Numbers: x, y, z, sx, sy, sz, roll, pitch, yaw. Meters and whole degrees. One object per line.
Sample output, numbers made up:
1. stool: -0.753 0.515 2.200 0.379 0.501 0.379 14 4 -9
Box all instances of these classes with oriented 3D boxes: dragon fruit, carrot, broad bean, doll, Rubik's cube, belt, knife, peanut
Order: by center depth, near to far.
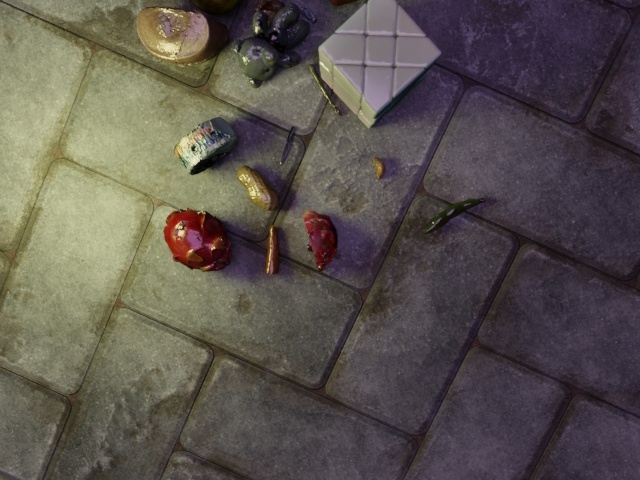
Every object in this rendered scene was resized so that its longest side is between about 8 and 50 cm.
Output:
1. Rubik's cube: 0.210 -0.668 1.585 0.322 0.316 0.318 -43 92 6
2. doll: -0.186 -0.780 1.652 0.341 0.158 0.246 -36 130 4
3. belt: -0.461 -0.386 1.687 0.258 0.207 0.150 -35 95 12
4. dragon fruit: -0.509 -0.009 1.713 0.251 0.250 0.314 -28 77 4
5. dragon fruit: 0.010 -0.002 1.722 0.126 0.161 0.273 -14 92 5
6. peanut: -0.265 -0.217 1.747 0.108 0.095 0.226 -38 92 1
7. broad bean: 0.554 -0.116 1.753 0.298 0.043 0.060 -31 103 3
8. knife: -0.140 -0.402 1.771 0.023 0.010 0.170 21 97 6
9. carrot: -0.206 0.037 1.788 0.061 0.061 0.209 2 90 2

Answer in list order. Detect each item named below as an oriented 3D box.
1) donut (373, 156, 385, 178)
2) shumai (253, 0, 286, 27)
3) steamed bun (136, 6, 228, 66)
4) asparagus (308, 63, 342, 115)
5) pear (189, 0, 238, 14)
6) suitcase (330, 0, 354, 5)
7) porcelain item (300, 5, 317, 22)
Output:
1. donut: 0.242 -0.304 1.751 0.067 0.038 0.083 20 93 -3
2. shumai: -0.194 -0.930 1.696 0.139 0.105 0.123 22 92 -26
3. steamed bun: -0.532 -0.784 1.638 0.302 0.251 0.199 7 104 6
4. asparagus: 0.019 -0.627 1.741 0.024 0.025 0.248 -33 93 -38
5. pear: -0.421 -1.034 1.607 0.284 0.283 0.283 0 95 2
6. suitcase: 0.157 -1.050 1.595 0.297 0.236 0.161 -16 93 3
7. porcelain item: -0.051 -0.934 1.717 0.036 0.028 0.083 -44 91 -12
